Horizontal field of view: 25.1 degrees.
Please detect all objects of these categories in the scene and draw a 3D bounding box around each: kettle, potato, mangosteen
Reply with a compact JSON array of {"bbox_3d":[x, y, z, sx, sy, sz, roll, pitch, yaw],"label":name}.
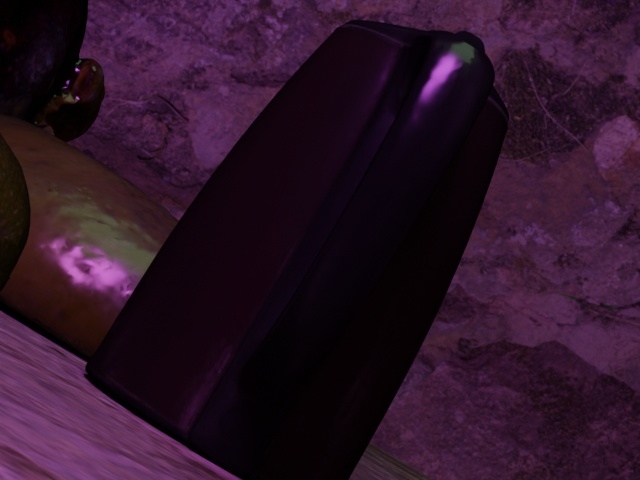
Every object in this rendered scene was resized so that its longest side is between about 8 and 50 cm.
[{"bbox_3d":[0.000,0.000,0.711,0.144,0.232,0.202,29,-4,-1],"label":"kettle"},{"bbox_3d":[-0.135,0.016,0.917,0.255,0.112,0.269,27,-4,45],"label":"potato"},{"bbox_3d":[-0.295,-0.151,1.083,0.288,0.288,0.288,30,-5,3],"label":"mangosteen"}]

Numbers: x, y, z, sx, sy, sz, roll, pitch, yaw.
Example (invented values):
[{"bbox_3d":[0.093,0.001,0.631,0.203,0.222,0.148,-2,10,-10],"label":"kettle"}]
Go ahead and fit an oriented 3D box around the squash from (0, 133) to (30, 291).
[{"bbox_3d":[-0.172,-0.029,0.528,0.087,0.087,0.331,32,-6,-24],"label":"squash"}]
